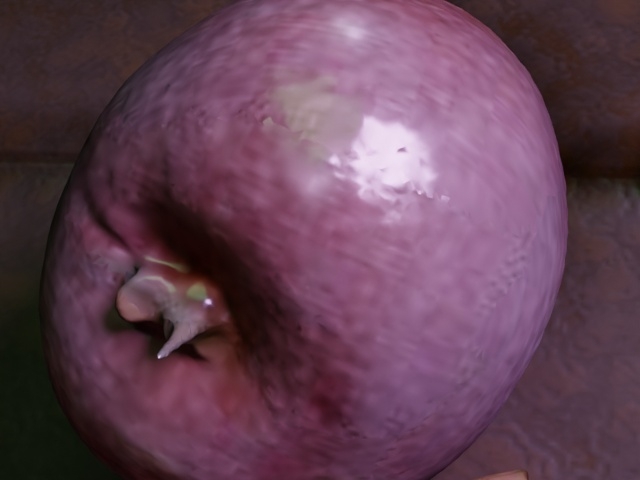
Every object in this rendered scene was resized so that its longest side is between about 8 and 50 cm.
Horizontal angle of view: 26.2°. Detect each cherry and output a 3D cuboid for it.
[{"bbox_3d":[0.000,0.000,0.639,0.221,0.261,0.307,37,32,1],"label":"cherry"}]

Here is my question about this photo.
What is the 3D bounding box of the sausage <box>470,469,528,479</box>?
[{"bbox_3d":[-0.019,0.186,0.564,0.253,0.123,0.123,-17,49,-1],"label":"sausage"}]
